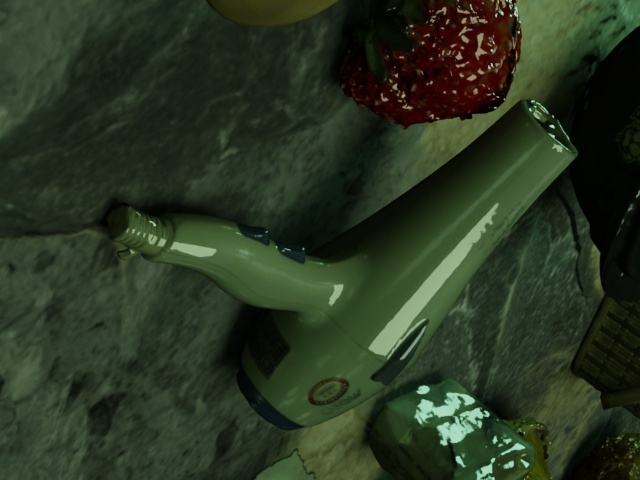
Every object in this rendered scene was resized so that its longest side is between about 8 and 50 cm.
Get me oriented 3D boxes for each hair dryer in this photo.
[{"bbox_3d":[0.037,-0.011,1.082,0.296,0.119,0.298,-33,145,1],"label":"hair dryer"}]

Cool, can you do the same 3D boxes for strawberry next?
[{"bbox_3d":[0.085,-0.129,1.082,0.140,0.085,0.192,-31,148,-33],"label":"strawberry"}]

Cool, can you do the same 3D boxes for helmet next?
[{"bbox_3d":[0.303,-0.095,1.358,0.279,0.160,0.230,-47,154,13],"label":"helmet"}]

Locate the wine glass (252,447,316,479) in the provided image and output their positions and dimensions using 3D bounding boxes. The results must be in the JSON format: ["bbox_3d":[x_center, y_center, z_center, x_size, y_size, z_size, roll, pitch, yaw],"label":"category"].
[{"bbox_3d":[0.025,0.358,1.276,0.238,0.323,0.238,-37,150,-27],"label":"wine glass"}]

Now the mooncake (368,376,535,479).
[{"bbox_3d":[0.119,0.194,1.435,0.130,0.125,0.073,-18,146,-43],"label":"mooncake"}]

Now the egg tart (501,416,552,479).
[{"bbox_3d":[0.150,0.316,1.587,0.315,0.120,0.315,-40,154,-24],"label":"egg tart"}]

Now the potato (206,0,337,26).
[{"bbox_3d":[0.016,-0.225,0.856,0.161,0.128,0.234,-7,133,-33],"label":"potato"}]

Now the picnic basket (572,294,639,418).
[{"bbox_3d":[0.442,0.060,1.706,0.228,0.175,0.312,-13,132,-50],"label":"picnic basket"}]

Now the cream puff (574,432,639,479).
[{"bbox_3d":[0.361,0.295,1.913,0.126,0.103,0.144,-30,145,-58],"label":"cream puff"}]
